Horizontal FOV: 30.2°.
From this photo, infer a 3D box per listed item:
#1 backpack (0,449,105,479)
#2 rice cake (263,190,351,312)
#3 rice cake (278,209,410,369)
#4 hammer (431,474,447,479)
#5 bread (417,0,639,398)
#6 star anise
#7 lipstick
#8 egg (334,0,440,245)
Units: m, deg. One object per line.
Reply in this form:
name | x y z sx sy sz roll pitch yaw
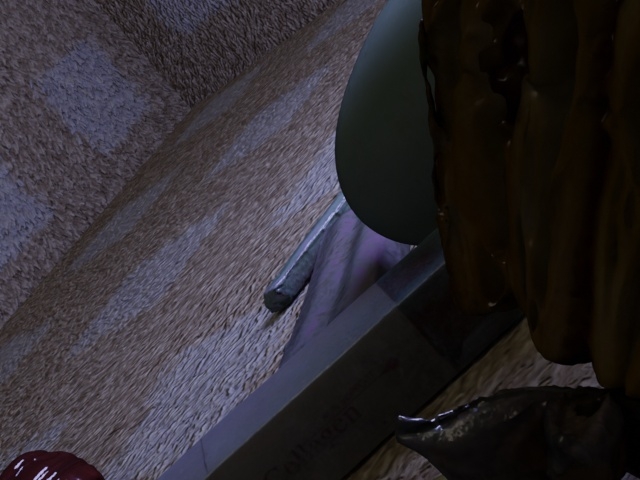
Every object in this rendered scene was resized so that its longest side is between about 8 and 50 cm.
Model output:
backpack | -0.245 0.273 0.962 0.229 0.138 0.229 25 -90 -88
rice cake | 0.000 0.001 1.328 0.033 0.033 0.208 -19 28 53
rice cake | 0.031 0.041 1.103 0.106 0.050 0.298 -35 16 23
hammer | 0.047 0.200 0.541 0.202 0.113 0.305 -34 12 18
bread | 0.159 -0.094 0.601 0.167 0.278 0.324 10 25 23
star anise | 0.137 0.097 0.554 0.182 0.065 0.195 -8 -11 24
lipstick | -0.016 0.143 0.888 0.371 0.076 0.080 -42 16 -1
egg | 0.154 -0.141 0.958 0.371 0.230 0.230 -44 12 27
